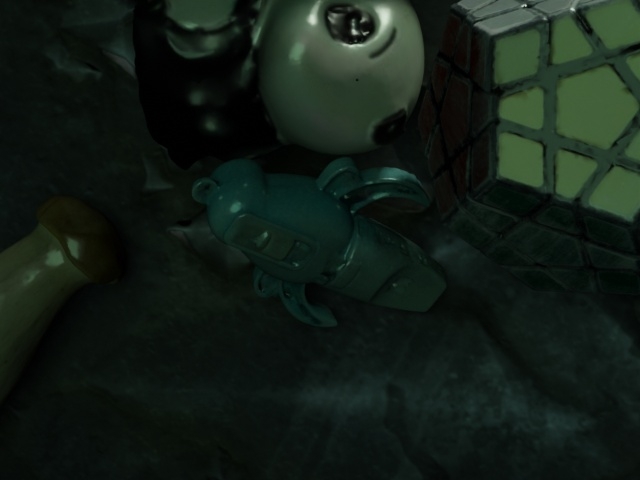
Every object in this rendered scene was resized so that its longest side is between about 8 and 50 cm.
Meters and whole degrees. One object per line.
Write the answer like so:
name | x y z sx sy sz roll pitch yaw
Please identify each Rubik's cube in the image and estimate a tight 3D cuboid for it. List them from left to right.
Rubik's cube | 0.241 -0.105 1.203 0.264 0.319 0.319 42 97 35

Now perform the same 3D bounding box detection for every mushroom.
mushroom | -0.340 0.101 1.385 0.128 0.128 0.350 45 93 8

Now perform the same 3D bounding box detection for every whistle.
whistle | 0.000 0.000 1.290 0.274 0.093 0.186 24 119 -24

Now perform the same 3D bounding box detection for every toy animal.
toy animal | -0.038 -0.178 1.283 0.267 0.212 0.212 -7 88 11
